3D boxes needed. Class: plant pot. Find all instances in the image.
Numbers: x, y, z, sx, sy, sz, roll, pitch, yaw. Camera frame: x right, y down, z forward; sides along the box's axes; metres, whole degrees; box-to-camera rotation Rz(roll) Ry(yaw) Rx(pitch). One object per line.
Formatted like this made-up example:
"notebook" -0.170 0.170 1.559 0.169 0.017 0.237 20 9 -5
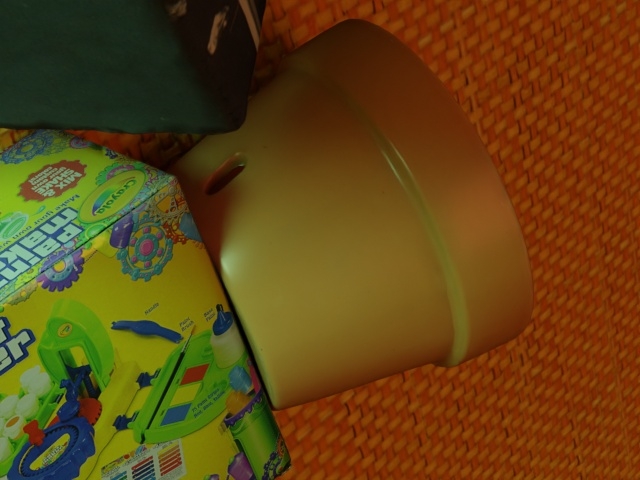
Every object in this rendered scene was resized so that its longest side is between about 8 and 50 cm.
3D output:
"plant pot" 0.000 0.000 0.973 0.204 0.291 0.290 -29 126 -16

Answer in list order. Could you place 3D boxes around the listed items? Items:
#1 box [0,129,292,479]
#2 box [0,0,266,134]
"box" -0.212 0.121 0.873 0.290 0.177 0.279 -38 129 -27
"box" -0.177 -0.352 0.421 0.471 0.298 0.479 66 30 -67
